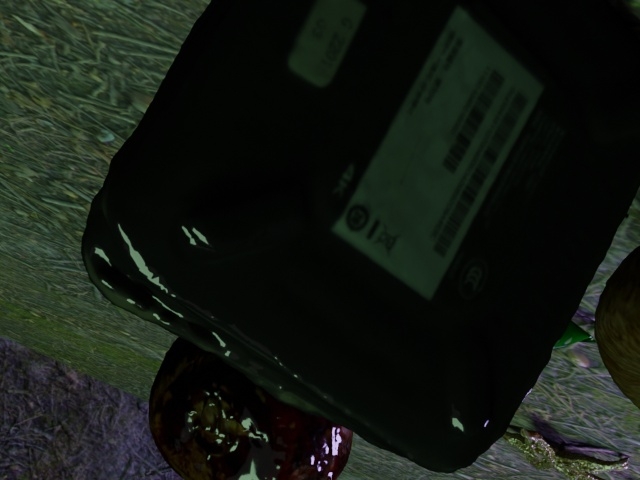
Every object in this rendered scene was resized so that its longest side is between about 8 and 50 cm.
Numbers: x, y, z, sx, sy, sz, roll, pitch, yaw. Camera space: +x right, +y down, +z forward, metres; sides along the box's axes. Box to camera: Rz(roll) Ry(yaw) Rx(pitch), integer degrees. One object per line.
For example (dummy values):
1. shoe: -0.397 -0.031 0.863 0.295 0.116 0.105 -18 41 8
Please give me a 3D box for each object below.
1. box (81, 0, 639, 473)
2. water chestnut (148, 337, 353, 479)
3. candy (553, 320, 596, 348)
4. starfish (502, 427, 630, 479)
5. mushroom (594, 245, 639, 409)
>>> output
1. box: 0.058 -0.054 0.786 0.350 0.359 0.091 37 169 -35
2. water chestnut: -0.087 0.252 1.887 0.351 0.302 0.350 12 114 28
3. candy: 0.210 0.086 1.402 0.203 0.078 0.141 22 175 -32
4. starfish: 0.394 0.359 1.943 0.231 0.048 0.295 18 161 16
5. mushroom: 0.349 0.151 1.004 0.331 0.356 0.334 56 179 35
